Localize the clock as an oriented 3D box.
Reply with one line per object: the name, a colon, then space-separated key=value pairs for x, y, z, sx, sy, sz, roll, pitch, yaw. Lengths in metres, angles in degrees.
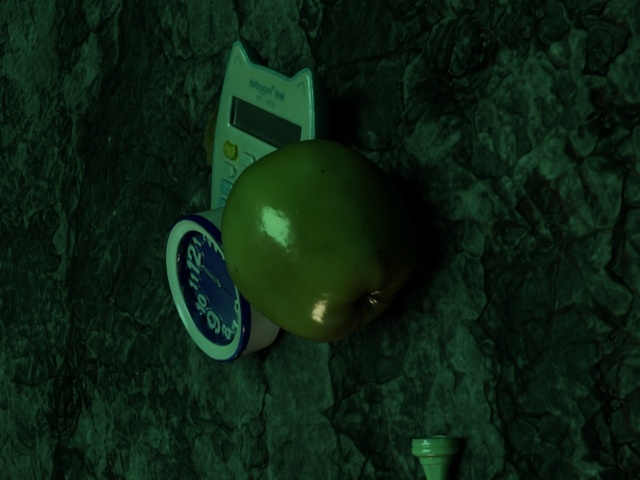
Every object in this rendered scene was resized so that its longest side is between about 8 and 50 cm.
clock: x=-0.148 y=0.066 z=1.760 sx=0.230 sy=0.083 sz=0.230 roll=34 pitch=133 yaw=47

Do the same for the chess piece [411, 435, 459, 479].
chess piece: x=0.142 y=0.312 z=1.403 sx=0.059 sy=0.059 sz=0.149 roll=-9 pitch=81 yaw=52

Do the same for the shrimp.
shrimp: x=-0.133 y=-0.195 z=1.878 sx=0.152 sy=0.046 sz=0.219 roll=53 pitch=128 yaw=45

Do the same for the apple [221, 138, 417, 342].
apple: x=0.000 y=0.000 z=1.505 sx=0.262 sy=0.262 sz=0.262 roll=-15 pitch=71 yaw=51

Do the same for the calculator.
calculator: x=-0.082 y=-0.089 z=1.737 sx=0.256 sy=0.054 sz=0.386 roll=29 pitch=116 yaw=46
